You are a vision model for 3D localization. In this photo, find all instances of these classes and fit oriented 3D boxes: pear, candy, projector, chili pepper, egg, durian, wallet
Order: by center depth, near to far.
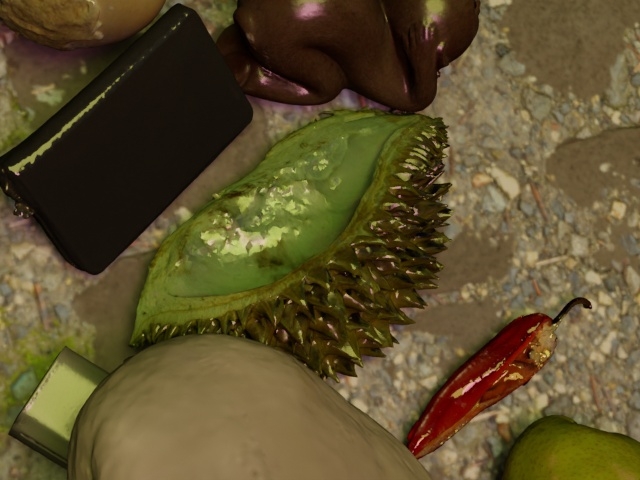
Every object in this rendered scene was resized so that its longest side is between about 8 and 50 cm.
[{"bbox_3d":[-0.017,0.283,0.974,0.427,0.186,0.386,32,56,-34],"label":"candy"},{"bbox_3d":[-0.208,0.149,1.060,0.082,0.083,0.083,33,68,-6],"label":"projector"},{"bbox_3d":[-0.234,-0.256,1.125,0.201,0.164,0.164,25,68,6],"label":"egg"},{"bbox_3d":[0.252,0.262,1.127,0.187,0.187,0.219,0,54,-17],"label":"pear"},{"bbox_3d":[-0.173,-0.088,1.132,0.250,0.044,0.149,-48,128,-22],"label":"wallet"},{"bbox_3d":[0.002,0.008,1.177,0.198,0.163,0.394,23,58,32],"label":"durian"},{"bbox_3d":[0.167,0.128,1.204,0.268,0.059,0.050,-38,50,-20],"label":"chili pepper"}]

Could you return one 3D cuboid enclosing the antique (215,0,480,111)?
[{"bbox_3d":[0.036,-0.209,1.201,0.257,0.143,0.121,2,61,-17],"label":"antique"}]
